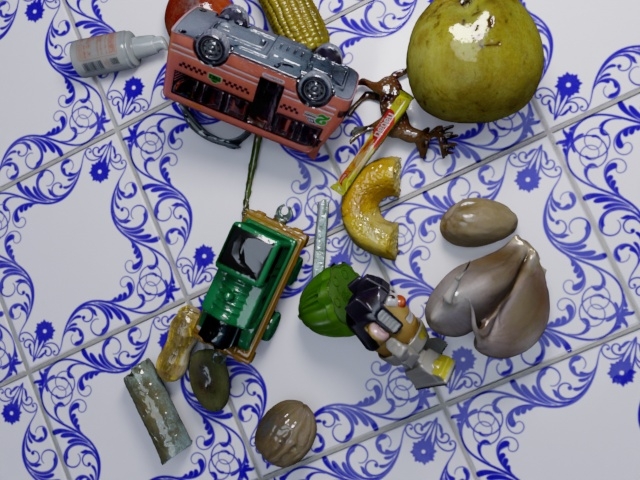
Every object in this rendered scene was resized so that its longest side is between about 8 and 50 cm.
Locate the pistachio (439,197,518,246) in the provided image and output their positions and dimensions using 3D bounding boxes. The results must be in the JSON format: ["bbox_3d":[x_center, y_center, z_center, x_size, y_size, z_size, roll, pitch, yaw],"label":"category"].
[{"bbox_3d":[0.374,-0.042,1.510,0.185,0.108,0.126,-6,110,3],"label":"pistachio"}]

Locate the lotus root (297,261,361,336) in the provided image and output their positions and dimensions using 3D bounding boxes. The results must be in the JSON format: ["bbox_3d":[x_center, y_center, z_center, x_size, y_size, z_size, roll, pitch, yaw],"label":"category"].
[{"bbox_3d":[0.010,0.160,1.550,0.186,0.186,0.186,0,88,10],"label":"lotus root"}]

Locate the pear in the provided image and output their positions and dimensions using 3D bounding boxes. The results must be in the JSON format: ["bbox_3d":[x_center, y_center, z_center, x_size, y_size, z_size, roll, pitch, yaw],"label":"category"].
[{"bbox_3d":[0.340,-0.419,1.425,0.304,0.304,0.304,0,88,10],"label":"pear"}]

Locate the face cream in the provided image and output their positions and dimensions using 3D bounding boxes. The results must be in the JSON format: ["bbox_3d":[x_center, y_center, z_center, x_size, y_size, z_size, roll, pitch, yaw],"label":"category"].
[{"bbox_3d":[-0.524,-0.500,1.688,0.252,0.101,0.101,-9,86,9],"label":"face cream"}]

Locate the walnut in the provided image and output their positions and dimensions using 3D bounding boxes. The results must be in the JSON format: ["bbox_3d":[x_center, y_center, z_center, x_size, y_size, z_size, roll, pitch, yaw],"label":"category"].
[{"bbox_3d":[-0.083,0.469,1.556,0.140,0.140,0.162,42,104,9],"label":"walnut"}]

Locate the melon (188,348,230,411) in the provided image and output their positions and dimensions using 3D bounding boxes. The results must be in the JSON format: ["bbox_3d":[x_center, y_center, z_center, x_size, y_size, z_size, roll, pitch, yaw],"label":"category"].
[{"bbox_3d":[-0.279,0.352,1.613,0.099,0.099,0.162,-13,87,9],"label":"melon"}]

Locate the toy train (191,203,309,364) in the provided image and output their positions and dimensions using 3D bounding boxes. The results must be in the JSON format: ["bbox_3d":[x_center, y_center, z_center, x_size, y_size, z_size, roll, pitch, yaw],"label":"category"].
[{"bbox_3d":[-0.175,0.108,1.525,0.178,0.249,0.429,25,92,10],"label":"toy train"}]

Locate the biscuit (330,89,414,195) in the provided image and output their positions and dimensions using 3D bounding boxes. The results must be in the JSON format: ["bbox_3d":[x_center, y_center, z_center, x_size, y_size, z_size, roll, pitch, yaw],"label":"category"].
[{"bbox_3d":[0.125,-0.232,1.523,0.292,0.026,0.048,-54,46,1],"label":"biscuit"}]

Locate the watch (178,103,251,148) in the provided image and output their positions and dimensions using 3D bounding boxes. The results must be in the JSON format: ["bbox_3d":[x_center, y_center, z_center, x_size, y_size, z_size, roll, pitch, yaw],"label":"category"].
[{"bbox_3d":[-0.262,-0.342,1.654,0.206,0.068,0.193,12,89,8],"label":"watch"}]

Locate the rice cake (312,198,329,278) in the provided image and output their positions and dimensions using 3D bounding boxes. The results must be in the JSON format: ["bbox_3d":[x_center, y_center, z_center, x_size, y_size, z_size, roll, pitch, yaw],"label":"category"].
[{"bbox_3d":[0.000,0.000,1.609,0.033,0.033,0.207,4,87,0],"label":"rice cake"}]

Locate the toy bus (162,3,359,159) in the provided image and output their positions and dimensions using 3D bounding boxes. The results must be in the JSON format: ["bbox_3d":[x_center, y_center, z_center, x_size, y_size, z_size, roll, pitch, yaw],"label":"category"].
[{"bbox_3d":[-0.139,-0.370,1.498,0.427,0.203,0.233,22,129,-4],"label":"toy bus"}]

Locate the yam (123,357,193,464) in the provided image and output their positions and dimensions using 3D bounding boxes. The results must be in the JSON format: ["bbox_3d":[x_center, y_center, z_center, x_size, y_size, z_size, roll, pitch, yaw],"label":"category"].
[{"bbox_3d":[-0.419,0.434,1.639,0.093,0.093,0.259,-29,83,8],"label":"yam"}]

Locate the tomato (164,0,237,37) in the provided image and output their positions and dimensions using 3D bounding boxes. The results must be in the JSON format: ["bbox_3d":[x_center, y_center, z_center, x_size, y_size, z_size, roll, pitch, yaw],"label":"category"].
[{"bbox_3d":[-0.322,-0.576,1.653,0.228,0.112,0.199,42,97,12],"label":"tomato"}]

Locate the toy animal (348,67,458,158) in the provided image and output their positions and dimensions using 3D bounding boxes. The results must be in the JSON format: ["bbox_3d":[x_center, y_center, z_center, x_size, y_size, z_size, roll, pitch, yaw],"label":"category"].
[{"bbox_3d":[0.192,-0.302,1.561,0.260,0.087,0.243,-11,88,13],"label":"toy animal"}]

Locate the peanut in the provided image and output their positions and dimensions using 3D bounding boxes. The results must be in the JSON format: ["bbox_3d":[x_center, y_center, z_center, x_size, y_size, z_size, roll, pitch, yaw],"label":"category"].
[{"bbox_3d":[-0.357,0.264,1.637,0.087,0.087,0.206,21,93,10],"label":"peanut"}]

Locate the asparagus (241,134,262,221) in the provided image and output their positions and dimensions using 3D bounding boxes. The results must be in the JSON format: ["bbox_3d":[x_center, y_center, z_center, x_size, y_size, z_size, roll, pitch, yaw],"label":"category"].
[{"bbox_3d":[-0.179,-0.162,1.652,0.024,0.025,0.248,10,89,-4],"label":"asparagus"}]

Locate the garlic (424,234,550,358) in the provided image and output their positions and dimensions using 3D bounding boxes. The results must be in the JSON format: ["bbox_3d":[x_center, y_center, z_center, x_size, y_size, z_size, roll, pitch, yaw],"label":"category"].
[{"bbox_3d":[0.374,0.153,1.405,0.231,0.340,0.246,52,124,16],"label":"garlic"}]

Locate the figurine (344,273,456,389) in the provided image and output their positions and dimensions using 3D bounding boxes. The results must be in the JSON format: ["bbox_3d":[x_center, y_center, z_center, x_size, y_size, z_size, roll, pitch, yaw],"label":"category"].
[{"bbox_3d":[0.166,0.204,1.443,0.308,0.308,0.143,39,84,9],"label":"figurine"}]

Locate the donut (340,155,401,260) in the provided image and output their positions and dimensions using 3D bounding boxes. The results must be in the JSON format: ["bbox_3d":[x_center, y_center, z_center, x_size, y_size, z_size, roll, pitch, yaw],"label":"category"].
[{"bbox_3d":[0.116,-0.080,1.566,0.152,0.101,0.259,1,92,16],"label":"donut"}]

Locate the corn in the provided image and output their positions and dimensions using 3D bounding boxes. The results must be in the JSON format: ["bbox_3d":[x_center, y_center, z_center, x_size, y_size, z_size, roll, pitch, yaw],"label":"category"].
[{"bbox_3d":[-0.091,-0.609,1.599,0.131,0.131,0.344,-26,85,8],"label":"corn"}]
